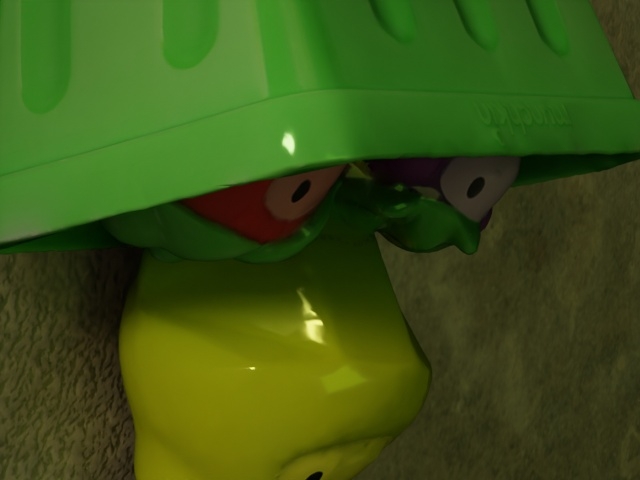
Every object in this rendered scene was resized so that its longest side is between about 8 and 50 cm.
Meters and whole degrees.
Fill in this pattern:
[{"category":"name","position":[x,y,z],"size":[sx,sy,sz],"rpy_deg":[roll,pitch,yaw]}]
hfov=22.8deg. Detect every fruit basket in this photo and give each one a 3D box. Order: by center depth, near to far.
[{"category":"fruit basket","position":[0.000,0.000,0.862],"size":[0.392,0.282,0.392],"rpy_deg":[19,65,-50]}]
